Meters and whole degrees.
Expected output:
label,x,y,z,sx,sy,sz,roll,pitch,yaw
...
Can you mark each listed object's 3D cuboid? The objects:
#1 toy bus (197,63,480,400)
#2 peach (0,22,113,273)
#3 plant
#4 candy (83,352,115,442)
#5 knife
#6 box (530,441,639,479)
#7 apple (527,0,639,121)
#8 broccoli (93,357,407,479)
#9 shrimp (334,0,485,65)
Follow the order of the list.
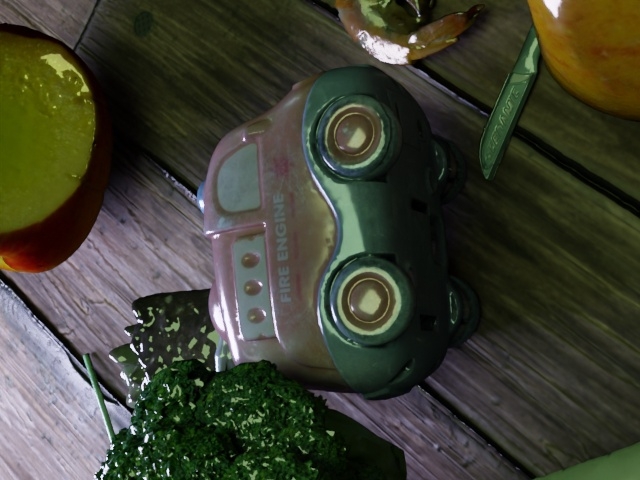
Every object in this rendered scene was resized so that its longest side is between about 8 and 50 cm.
label,x,y,z,sx,sy,sz,roll,pitch,yaw
toy bus,0.000,0.000,1.031,0.231,0.197,0.294,-9,82,24
peach,-0.364,-0.105,1.300,0.245,0.248,0.275,6,76,57
plant,-0.128,0.114,1.174,0.194,0.132,0.129,-19,72,28
candy,-0.239,0.213,1.301,0.061,0.061,0.202,-43,55,25
knife,0.187,-0.155,1.046,0.028,0.015,0.210,29,103,28
box,0.286,0.347,0.869,0.396,0.111,0.397,-27,70,30
apple,0.270,-0.236,0.836,0.275,0.299,0.299,-22,73,17
broccoli,-0.052,0.240,0.960,0.308,0.275,0.308,-11,77,57
shrimp,0.113,-0.251,1.084,0.248,0.068,0.150,-9,92,40
